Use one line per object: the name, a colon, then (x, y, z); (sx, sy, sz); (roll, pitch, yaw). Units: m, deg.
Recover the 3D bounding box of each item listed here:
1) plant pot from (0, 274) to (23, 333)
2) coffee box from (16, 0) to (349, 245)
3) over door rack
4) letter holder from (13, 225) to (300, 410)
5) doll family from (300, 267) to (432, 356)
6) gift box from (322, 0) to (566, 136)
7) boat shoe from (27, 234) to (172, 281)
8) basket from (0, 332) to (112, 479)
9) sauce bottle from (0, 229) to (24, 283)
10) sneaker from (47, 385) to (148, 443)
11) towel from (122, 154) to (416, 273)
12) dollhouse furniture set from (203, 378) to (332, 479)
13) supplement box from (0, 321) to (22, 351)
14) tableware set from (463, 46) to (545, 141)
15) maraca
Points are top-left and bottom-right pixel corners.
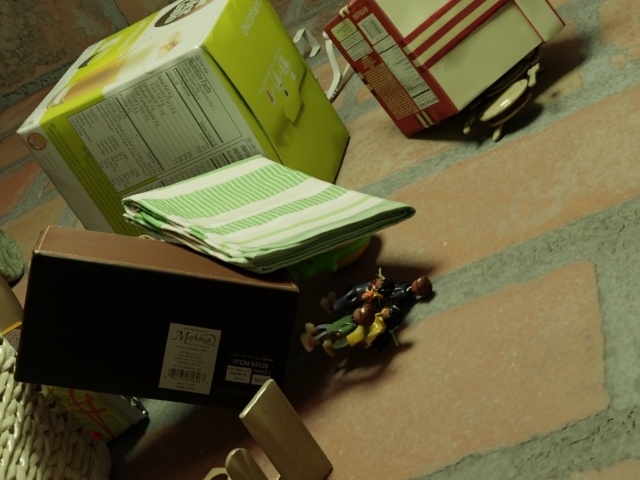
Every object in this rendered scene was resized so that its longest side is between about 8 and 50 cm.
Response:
plant pot: (-0.543, 0.152, 2.050); (0.215, 0.215, 0.230); (-40, 37, -19)
coffee box: (-0.194, -0.166, 2.037); (0.334, 0.338, 0.338); (-22, 25, 22)
over door rack: (-0.025, -0.355, 2.517); (0.239, 0.108, 0.324); (-11, 30, 41)
letter holder: (-0.196, 0.086, 1.562); (0.301, 0.152, 0.214); (9, 10, -10)
doll family: (0.061, 0.081, 1.542); (0.111, 0.076, 0.193); (-25, 20, 29)
gift box: (0.182, -0.346, 1.949); (0.258, 0.276, 0.255); (-39, 11, -17)
boat shoe: (-0.226, 0.049, 1.777); (0.341, 0.110, 0.121); (-9, 6, -28)
basket: (-0.451, 0.315, 1.478); (0.331, 0.266, 0.328); (-30, 23, 11)
sauce bottle: (-0.731, 0.089, 2.515); (0.344, 0.111, 0.111); (-23, 24, 20)
sneaker: (-0.309, 0.196, 1.641); (0.094, 0.208, 0.081); (-44, 38, 0)
towel: (-0.077, -0.041, 1.670); (0.247, 0.038, 0.324); (-20, 24, -32)
dollhouse furniture set: (-0.106, 0.240, 1.358); (0.151, 0.123, 0.144); (-9, 31, 44)
supplement box: (-0.421, 0.219, 1.776); (0.191, 0.129, 0.194); (-34, 20, -30)
tableware set: (0.279, -0.212, 1.912); (0.128, 0.039, 0.194); (-36, 13, 24)
maraca: (0.000, 0.000, 1.742); (0.127, 0.099, 0.186); (2, 30, 28)
